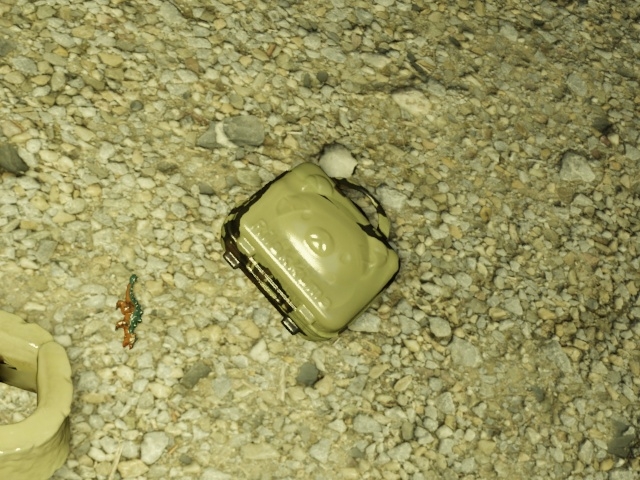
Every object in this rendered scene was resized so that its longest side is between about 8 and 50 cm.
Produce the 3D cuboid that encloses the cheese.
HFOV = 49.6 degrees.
[{"bbox_3d":[-0.567,0.260,1.145,0.332,0.153,0.292,17,39,-5],"label":"cheese"}]

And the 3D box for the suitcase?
[{"bbox_3d":[0.000,0.000,1.492,0.339,0.194,0.351,-40,88,-30],"label":"suitcase"}]

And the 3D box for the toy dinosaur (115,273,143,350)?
[{"bbox_3d":[-0.380,0.141,1.378,0.055,0.049,0.154,5,74,-16],"label":"toy dinosaur"}]
